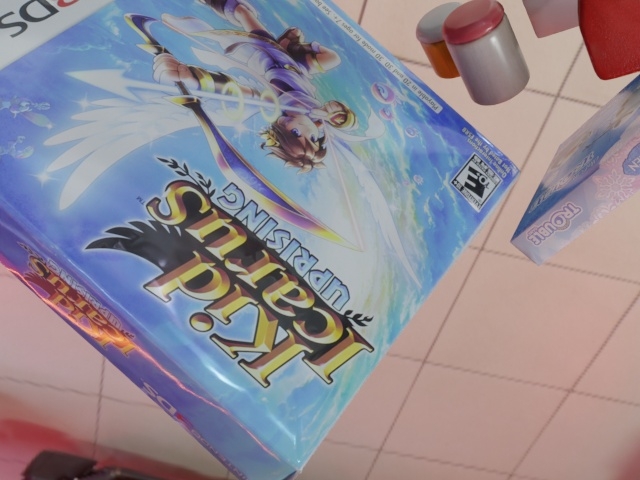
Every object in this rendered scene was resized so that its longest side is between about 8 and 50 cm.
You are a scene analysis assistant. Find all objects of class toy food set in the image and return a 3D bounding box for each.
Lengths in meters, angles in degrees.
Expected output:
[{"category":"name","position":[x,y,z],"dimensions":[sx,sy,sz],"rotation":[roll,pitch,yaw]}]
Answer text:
[{"category":"toy food set","position":[0.151,-0.164,0.461],"dimensions":[0.232,0.111,0.104],"rotation":[-13,130,29]}]

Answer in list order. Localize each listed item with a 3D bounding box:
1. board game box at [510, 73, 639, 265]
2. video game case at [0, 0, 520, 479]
[{"category":"board game box","position":[0.129,-0.042,0.347],"dimensions":[0.020,0.090,0.090],"rotation":[39,136,-1]},{"category":"video game case","position":[-0.051,-0.047,0.437],"dimensions":[0.269,0.244,0.061],"rotation":[41,145,1]}]
